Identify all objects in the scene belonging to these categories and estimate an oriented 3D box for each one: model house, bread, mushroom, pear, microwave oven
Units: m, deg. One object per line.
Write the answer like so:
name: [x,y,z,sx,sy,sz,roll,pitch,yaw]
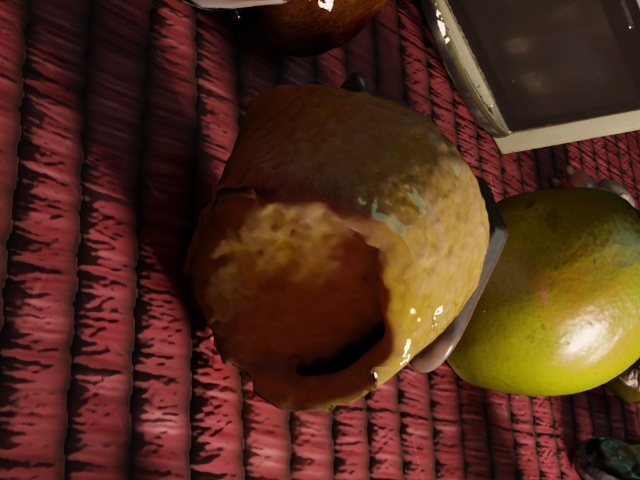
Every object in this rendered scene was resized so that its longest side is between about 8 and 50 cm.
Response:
model house: [0.052,-0.030,1.410,0.188,0.122,0.229,49,12,-19]
bread: [0.004,0.001,1.174,0.197,0.197,0.170,64,35,-16]
mushroom: [0.000,-0.246,1.430,0.194,0.138,0.231,51,28,-42]
pear: [0.208,0.037,1.594,0.187,0.219,0.187,52,24,-35]
microwave oven: [0.229,-0.328,1.886,0.394,0.247,0.333,57,25,-47]

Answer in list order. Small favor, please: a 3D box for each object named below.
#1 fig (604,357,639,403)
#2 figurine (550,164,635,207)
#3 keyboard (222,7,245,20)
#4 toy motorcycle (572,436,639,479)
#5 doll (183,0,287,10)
fig: [0.340,0.093,2.011,0.154,0.144,0.166,-172,-112,-72]
figurine: [0.303,-0.034,2.139,0.098,0.081,0.146,30,14,22]
keyboard: [-0.098,-0.249,1.335,0.060,0.018,0.195,-105,172,-83]
toy motorcycle: [0.401,0.271,1.826,0.296,0.109,0.198,35,32,32]
doll: [-0.087,-0.236,1.251,0.110,0.106,0.181,-87,158,-79]
